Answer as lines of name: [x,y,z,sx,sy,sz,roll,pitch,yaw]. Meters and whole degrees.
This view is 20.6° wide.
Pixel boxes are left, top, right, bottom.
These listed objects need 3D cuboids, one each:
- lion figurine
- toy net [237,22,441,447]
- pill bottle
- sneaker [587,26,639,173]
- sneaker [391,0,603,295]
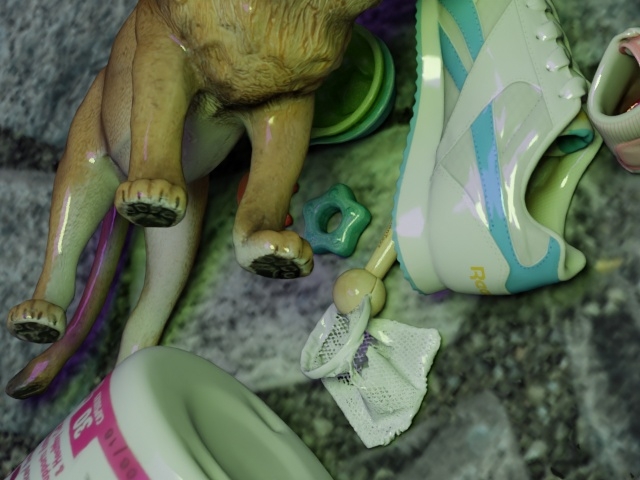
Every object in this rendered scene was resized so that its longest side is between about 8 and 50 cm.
lion figurine: [-0.072,-0.071,0.927,0.392,0.142,0.240,-33,44,50]
toy net: [0.000,0.000,0.958,0.122,0.045,0.232,-18,64,27]
pill bottle: [-0.129,0.202,0.896,0.283,0.160,0.160,-45,54,13]
sneaker: [0.186,-0.089,0.851,0.134,0.070,0.051,-40,53,15]
sneaker: [0.099,-0.083,0.906,0.092,0.087,0.228,1,79,25]
